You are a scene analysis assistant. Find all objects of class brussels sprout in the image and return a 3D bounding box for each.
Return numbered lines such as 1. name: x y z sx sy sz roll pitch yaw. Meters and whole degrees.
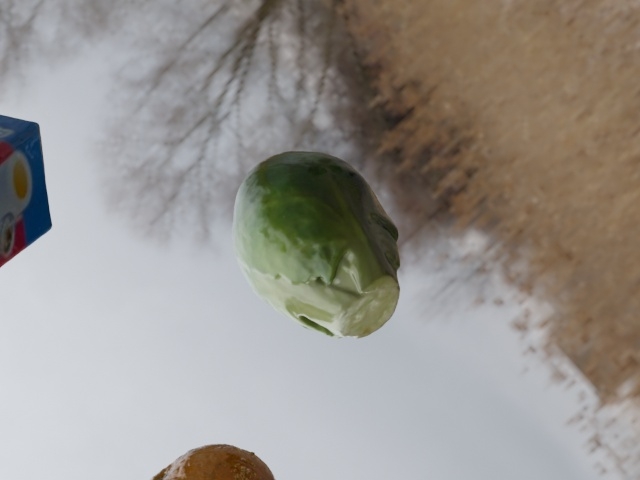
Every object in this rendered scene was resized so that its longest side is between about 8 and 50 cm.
1. brussels sprout: -0.005 0.002 1.320 0.180 0.144 0.161 57 178 41

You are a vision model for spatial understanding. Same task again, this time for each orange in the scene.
1. orange: -0.101 0.246 1.288 0.117 0.135 0.135 30 -164 -29

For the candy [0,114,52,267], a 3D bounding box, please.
1. candy: -0.339 -0.002 1.014 0.157 0.100 0.306 12 -150 21
